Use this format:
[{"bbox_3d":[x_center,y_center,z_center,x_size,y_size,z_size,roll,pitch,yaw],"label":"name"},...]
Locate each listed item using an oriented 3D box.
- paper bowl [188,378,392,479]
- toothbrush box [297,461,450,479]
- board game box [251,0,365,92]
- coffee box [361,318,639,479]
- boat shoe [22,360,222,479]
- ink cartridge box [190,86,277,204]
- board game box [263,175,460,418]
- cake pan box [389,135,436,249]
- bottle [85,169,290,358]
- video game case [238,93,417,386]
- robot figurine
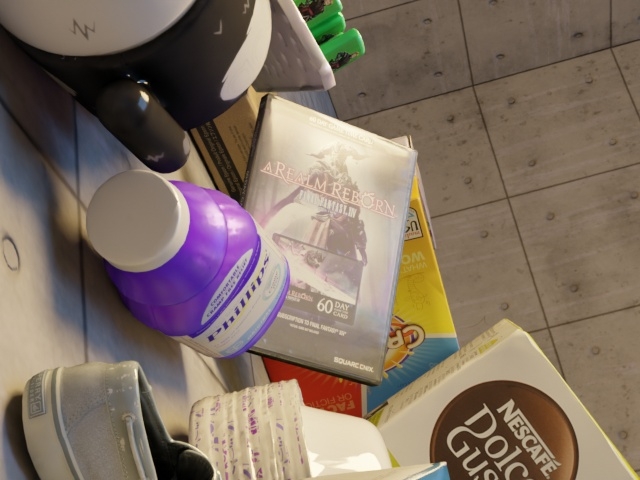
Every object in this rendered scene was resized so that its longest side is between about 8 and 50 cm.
[{"bbox_3d":[-0.004,0.251,0.861,0.284,0.148,0.284,169,-90,-89],"label":"paper bowl"},{"bbox_3d":[-0.002,0.294,0.582,0.216,0.126,0.295,-12,85,-48],"label":"toothbrush box"},{"bbox_3d":[-0.110,-0.317,0.997,0.390,0.050,0.390,60,-7,-12],"label":"board game box"},{"bbox_3d":[0.172,0.311,1.147,0.337,0.334,0.338,54,4,7],"label":"coffee box"},{"bbox_3d":[-0.101,0.156,0.657,0.079,0.081,0.227,-99,174,-48],"label":"boat shoe"},{"bbox_3d":[-0.112,-0.190,1.359,0.193,0.088,0.234,66,12,-49],"label":"ink cartridge box"},{"bbox_3d":[0.042,0.099,1.348,0.064,0.242,0.316,-91,164,-63],"label":"board game box"},{"bbox_3d":[0.026,-0.034,1.508,0.267,0.246,0.070,65,15,-65],"label":"cake pan box"},{"bbox_3d":[-0.099,0.018,0.848,0.092,0.118,0.283,31,-8,16],"label":"bottle"},{"bbox_3d":[0.000,0.000,1.166,0.026,0.196,0.274,-19,-124,60],"label":"video game case"},{"bbox_3d":[-0.135,-0.176,0.767,0.209,0.173,0.278,39,-4,16],"label":"robot figurine"}]
